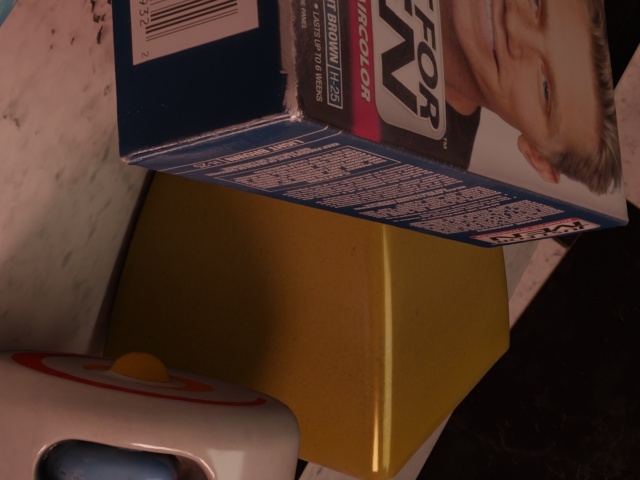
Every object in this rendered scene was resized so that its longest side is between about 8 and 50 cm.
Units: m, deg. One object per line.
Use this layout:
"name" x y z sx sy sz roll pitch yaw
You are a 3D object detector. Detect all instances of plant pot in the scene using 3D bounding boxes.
"plant pot" 0.000 0.000 1.031 0.212 0.212 0.187 -37 137 -54

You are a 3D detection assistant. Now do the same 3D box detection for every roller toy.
"roller toy" -0.109 0.134 0.880 0.209 0.191 0.146 10 91 -52

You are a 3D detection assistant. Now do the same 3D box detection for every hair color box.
"hair color box" 0.040 -0.105 0.838 0.347 0.105 0.174 12 71 -55

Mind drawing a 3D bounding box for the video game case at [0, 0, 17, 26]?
"video game case" -0.101 -0.129 0.286 0.244 0.061 0.269 -57 165 -10
